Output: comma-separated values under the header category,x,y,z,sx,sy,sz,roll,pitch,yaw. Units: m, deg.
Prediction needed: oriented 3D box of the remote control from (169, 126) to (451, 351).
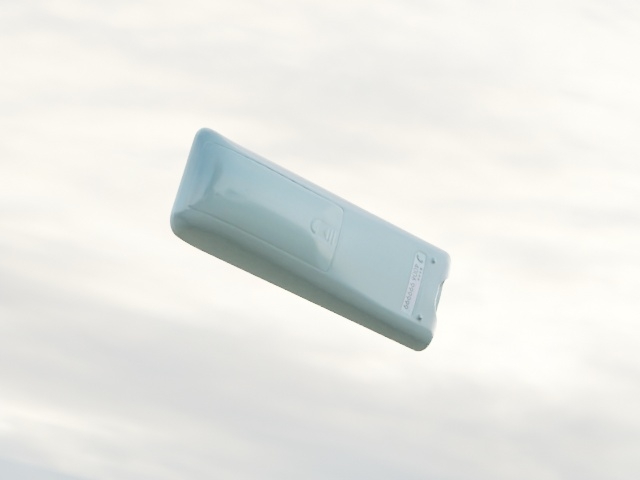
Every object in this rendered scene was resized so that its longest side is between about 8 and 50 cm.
category,x,y,z,sx,sy,sz,roll,pitch,yaw
remote control,0.000,0.000,1.588,0.293,0.103,0.051,27,-23,-30
